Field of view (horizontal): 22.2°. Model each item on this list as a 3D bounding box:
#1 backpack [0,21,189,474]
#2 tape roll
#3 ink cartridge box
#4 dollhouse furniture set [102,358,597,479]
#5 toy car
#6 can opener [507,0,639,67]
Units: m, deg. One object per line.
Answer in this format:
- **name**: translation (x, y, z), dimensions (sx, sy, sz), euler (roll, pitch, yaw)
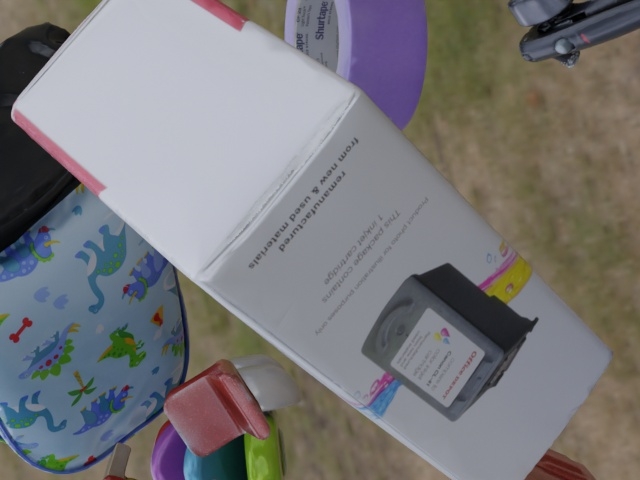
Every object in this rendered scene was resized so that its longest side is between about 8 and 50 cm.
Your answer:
- **backpack**: translation (-0.258, 0.039, 1.444), dimensions (0.273, 0.290, 0.355), euler (40, 153, 19)
- **tape roll**: translation (0.032, -0.195, 1.594), dimensions (0.189, 0.080, 0.189), euler (177, 90, -70)
- **ink cartridge box**: translation (0.000, 0.000, 0.947), dimensions (0.226, 0.131, 0.306), euler (36, 177, 45)
- **dollhouse furniture set**: translation (0.021, 0.220, 1.253), dimensions (0.152, 0.374, 0.201), euler (-114, 47, -77)
- **toy car**: translation (-0.083, 0.189, 1.443), dimensions (0.182, 0.136, 0.159), euler (-160, 64, -82)
- **can opener**: translation (0.229, -0.186, 1.371), dimensions (0.186, 0.073, 0.059), euler (-2, 57, 57)
